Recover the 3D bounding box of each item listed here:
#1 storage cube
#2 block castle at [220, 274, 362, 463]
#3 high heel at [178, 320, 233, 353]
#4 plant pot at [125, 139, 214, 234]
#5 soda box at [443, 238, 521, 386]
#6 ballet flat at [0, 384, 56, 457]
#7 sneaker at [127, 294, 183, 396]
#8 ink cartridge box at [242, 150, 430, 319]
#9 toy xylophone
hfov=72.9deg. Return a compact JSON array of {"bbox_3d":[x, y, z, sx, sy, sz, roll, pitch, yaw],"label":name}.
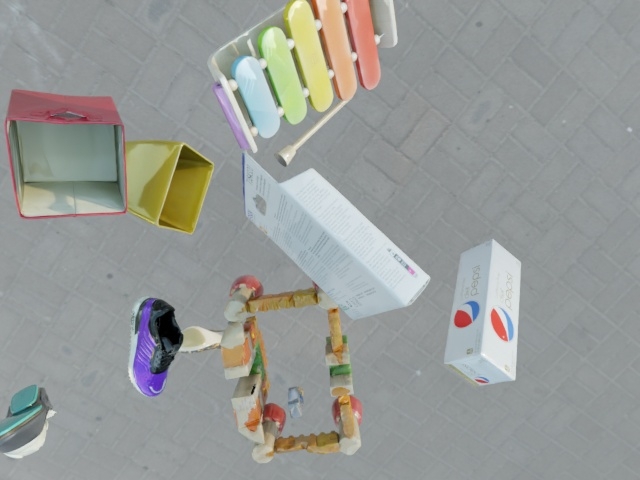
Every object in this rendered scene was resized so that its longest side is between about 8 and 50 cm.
[{"bbox_3d":[-0.494,-0.171,0.852,0.184,0.193,0.215,-6,125,-29],"label":"storage cube"},{"bbox_3d":[-0.063,0.303,1.096,0.303,0.213,0.453,-8,102,2],"label":"block castle"},{"bbox_3d":[-0.402,0.365,1.520,0.261,0.093,0.186,-15,149,-18],"label":"high heel"},{"bbox_3d":[-0.431,-0.152,1.140,0.187,0.212,0.212,17,87,8],"label":"plant pot"},{"bbox_3d":[0.252,0.106,0.664,0.074,0.216,0.069,37,140,-16],"label":"soda box"},{"bbox_3d":[-0.431,0.272,0.639,0.074,0.203,0.074,1,89,-27],"label":"ballet flat"},{"bbox_3d":[-0.450,0.306,1.209,0.146,0.102,0.293,4,98,29],"label":"sneaker"},{"bbox_3d":[0.000,0.000,0.775,0.330,0.324,0.071,45,74,3],"label":"ink cartridge box"},{"bbox_3d":[-0.014,-0.247,0.637,0.322,0.081,0.236,-48,142,-12],"label":"toy xylophone"}]
